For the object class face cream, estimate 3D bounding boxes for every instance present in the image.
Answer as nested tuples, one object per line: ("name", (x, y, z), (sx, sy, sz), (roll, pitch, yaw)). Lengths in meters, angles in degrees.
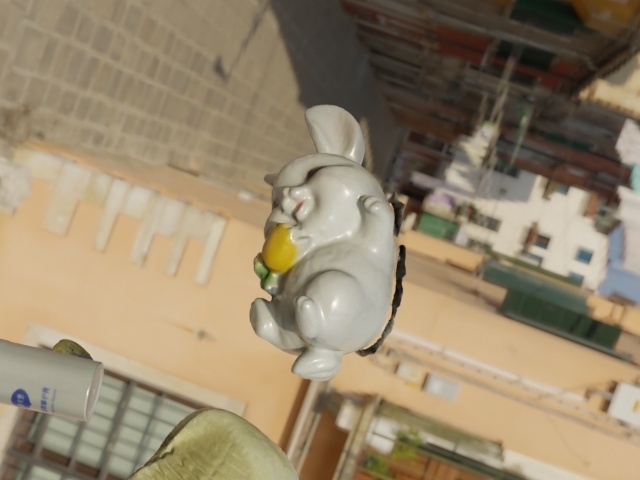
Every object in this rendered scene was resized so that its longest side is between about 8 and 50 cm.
("face cream", (-0.395, 0.158, 1.315), (0.077, 0.250, 0.077), (12, 90, -88))

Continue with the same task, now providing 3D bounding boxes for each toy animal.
("toy animal", (0.004, -0.001, 1.267), (0.208, 0.154, 0.325), (-54, -152, 31))

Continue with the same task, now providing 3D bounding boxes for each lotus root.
("lotus root", (-0.380, 0.196, 1.694), (0.049, 0.099, 0.054), (-41, 177, 13))

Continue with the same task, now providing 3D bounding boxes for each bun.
("bun", (-0.124, 0.300, 1.170), (0.229, 0.229, 0.145), (-66, 147, -34))
